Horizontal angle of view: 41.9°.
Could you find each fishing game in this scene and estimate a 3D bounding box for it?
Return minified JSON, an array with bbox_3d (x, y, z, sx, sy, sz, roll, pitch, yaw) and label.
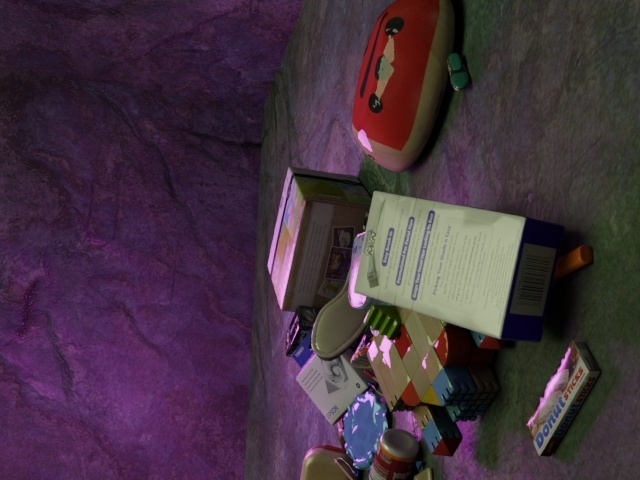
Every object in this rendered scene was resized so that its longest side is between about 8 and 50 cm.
[{"bbox_3d":[0.115,0.456,2.008,0.189,0.041,0.264,26,102,60],"label":"fishing game"}]

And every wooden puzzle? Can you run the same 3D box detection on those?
[{"bbox_3d":[0.211,0.502,1.691,0.078,0.014,0.116,133,142,-61],"label":"wooden puzzle"}]

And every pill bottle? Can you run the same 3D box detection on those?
[{"bbox_3d":[0.153,0.485,1.783,0.086,0.086,0.152,-108,28,-60],"label":"pill bottle"}]

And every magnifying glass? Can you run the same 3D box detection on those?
[{"bbox_3d":[0.354,0.056,1.311,0.231,0.026,0.092,126,149,-67],"label":"magnifying glass"}]

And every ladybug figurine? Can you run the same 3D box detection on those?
[{"bbox_3d":[0.183,-0.375,1.939,0.305,0.162,0.449,-107,27,-60],"label":"ladybug figurine"}]

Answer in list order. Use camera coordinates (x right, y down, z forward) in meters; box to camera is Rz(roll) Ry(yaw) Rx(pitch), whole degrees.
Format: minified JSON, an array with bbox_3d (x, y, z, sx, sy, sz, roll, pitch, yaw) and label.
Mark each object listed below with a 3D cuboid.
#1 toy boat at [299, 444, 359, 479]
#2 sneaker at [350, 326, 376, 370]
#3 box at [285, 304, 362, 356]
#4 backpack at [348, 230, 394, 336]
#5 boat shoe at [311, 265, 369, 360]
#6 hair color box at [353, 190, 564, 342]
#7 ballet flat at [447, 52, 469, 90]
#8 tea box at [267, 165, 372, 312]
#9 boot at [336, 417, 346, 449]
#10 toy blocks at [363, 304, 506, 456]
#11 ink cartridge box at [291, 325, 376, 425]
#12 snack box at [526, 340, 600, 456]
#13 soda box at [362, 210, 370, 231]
[{"bbox_3d":[0.028,0.638,2.176,0.151,0.151,0.231,-12,-67,-72],"label":"toy boat"},{"bbox_3d":[0.136,0.242,2.009,0.215,0.084,0.083,125,154,-45],"label":"sneaker"},{"bbox_3d":[0.007,0.260,2.293,0.147,0.180,0.077,112,162,-48],"label":"box"},{"bbox_3d":[0.165,0.086,1.758,0.225,0.191,0.253,158,113,-74],"label":"backpack"},{"bbox_3d":[0.075,0.171,2.047,0.096,0.117,0.324,88,-155,-53],"label":"boat shoe"},{"bbox_3d":[0.212,0.034,1.356,0.339,0.110,0.185,15,95,50],"label":"hair color box"},{"bbox_3d":[0.292,-0.345,1.759,0.041,0.041,0.114,113,160,-48],"label":"ballet flat"},{"bbox_3d":[0.000,0.000,2.379,0.323,0.220,0.329,-118,38,-66],"label":"tea box"},{"bbox_3d":[0.065,0.528,2.234,0.087,0.042,0.118,107,166,-57],"label":"boot"},{"bbox_3d":[0.219,0.211,1.516,0.381,0.191,0.261,-66,33,36],"label":"toy blocks"},{"bbox_3d":[0.018,0.338,2.173,0.224,0.045,0.223,50,137,17],"label":"ink cartridge box"},{"bbox_3d":[0.352,0.233,1.222,0.064,0.022,0.178,-104,25,-53],"label":"snack box"},{"bbox_3d":[0.156,-0.029,2.090,0.169,0.060,0.053,-126,46,-72],"label":"soda box"}]
